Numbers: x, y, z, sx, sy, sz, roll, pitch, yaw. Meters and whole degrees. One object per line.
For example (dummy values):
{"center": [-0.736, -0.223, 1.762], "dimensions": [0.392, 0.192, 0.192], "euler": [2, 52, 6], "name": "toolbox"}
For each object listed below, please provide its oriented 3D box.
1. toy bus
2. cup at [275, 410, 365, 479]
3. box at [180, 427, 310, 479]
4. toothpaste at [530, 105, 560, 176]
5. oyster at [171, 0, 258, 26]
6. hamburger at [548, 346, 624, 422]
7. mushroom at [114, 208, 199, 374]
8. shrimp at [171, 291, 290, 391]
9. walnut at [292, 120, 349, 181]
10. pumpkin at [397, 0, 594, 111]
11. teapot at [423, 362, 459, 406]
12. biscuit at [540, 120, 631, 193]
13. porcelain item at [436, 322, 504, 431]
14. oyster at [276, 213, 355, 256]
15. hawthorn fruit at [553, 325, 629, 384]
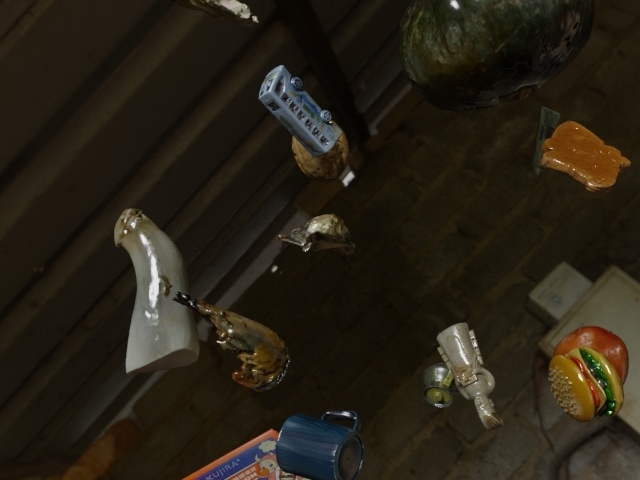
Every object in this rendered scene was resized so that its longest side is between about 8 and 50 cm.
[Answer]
{"center": [-0.074, -0.446, 2.027], "dimensions": [0.109, 0.329, 0.136], "euler": [-13, 40, 51], "name": "toy bus"}
{"center": [0.008, 0.390, 1.119], "dimensions": [0.113, 0.138, 0.150], "euler": [44, -123, -44], "name": "cup"}
{"center": [-0.176, 0.714, 1.403], "dimensions": [0.348, 0.257, 0.319], "euler": [-22, -64, -28], "name": "box"}
{"center": [0.625, -0.276, 1.622], "dimensions": [0.038, 0.060, 0.233], "euler": [100, -170, -68], "name": "toothpaste"}
{"center": [-0.213, -0.444, 1.057], "dimensions": [0.209, 0.133, 0.072], "euler": [13, -53, -46], "name": "oyster"}
{"center": [0.559, 0.304, 1.224], "dimensions": [0.115, 0.162, 0.162], "euler": [-16, -30, -8], "name": "hamburger"}
{"center": [-0.395, 0.104, 1.370], "dimensions": [0.177, 0.397, 0.126], "euler": [-11, -18, 4], "name": "mushroom"}
{"center": [-0.168, 0.189, 1.080], "dimensions": [0.066, 0.262, 0.117], "euler": [-33, 32, 56], "name": "shrimp"}
{"center": [0.007, -0.361, 2.327], "dimensions": [0.257, 0.257, 0.224], "euler": [-60, -12, 26], "name": "walnut"}
{"center": [0.403, -0.487, 1.348], "dimensions": [0.454, 0.344, 0.454], "euler": [-27, -2, -1], "name": "pumpkin"}
{"center": [0.399, 0.457, 1.873], "dimensions": [0.119, 0.130, 0.166], "euler": [-57, -9, -49], "name": "teapot"}
{"center": [0.544, -0.177, 1.208], "dimensions": [0.280, 0.183, 0.043], "euler": [-80, -1, -55], "name": "biscuit"}
{"center": [0.300, 0.272, 1.154], "dimensions": [0.084, 0.213, 0.054], "euler": [-37, -41, 25], "name": "porcelain item"}
{"center": [0.000, -0.011, 1.510], "dimensions": [0.275, 0.100, 0.271], "euler": [1, -11, -45], "name": "oyster"}
{"center": [0.701, 0.296, 1.481], "dimensions": [0.200, 0.179, 0.179], "euler": [-47, -21, -22], "name": "hawthorn fruit"}
